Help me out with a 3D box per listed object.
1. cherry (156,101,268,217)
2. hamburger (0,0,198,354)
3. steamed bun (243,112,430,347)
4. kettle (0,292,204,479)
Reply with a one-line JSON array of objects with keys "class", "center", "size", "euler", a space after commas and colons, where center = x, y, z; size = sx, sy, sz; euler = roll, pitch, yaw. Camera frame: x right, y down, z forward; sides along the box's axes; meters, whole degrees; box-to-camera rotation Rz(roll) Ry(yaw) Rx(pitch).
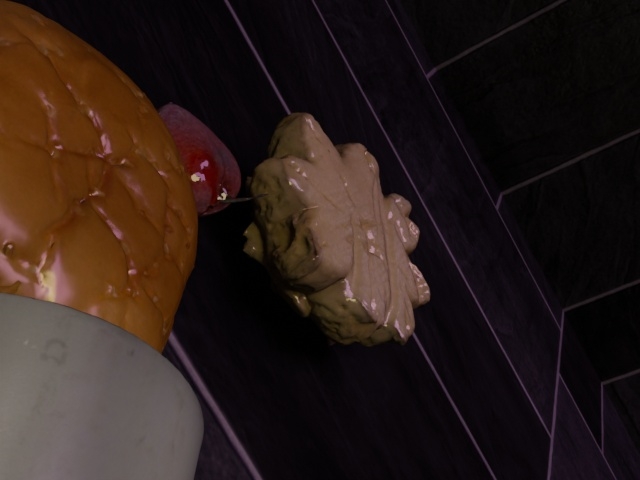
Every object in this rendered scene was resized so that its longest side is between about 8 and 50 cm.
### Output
[{"class": "cherry", "center": [-0.133, -0.070, 0.869], "size": [0.106, 0.087, 0.126], "euler": [18, 32, -49]}, {"class": "hamburger", "center": [-0.197, -0.015, 0.602], "size": [0.318, 0.158, 0.318], "euler": [46, 31, -38]}, {"class": "steamed bun", "center": [0.000, 0.000, 1.015], "size": [0.292, 0.137, 0.295], "euler": [61, 30, -9]}, {"class": "kettle", "center": [-0.191, 0.186, 0.366], "size": [0.265, 0.205, 0.318], "euler": [49, 31, -36]}]
